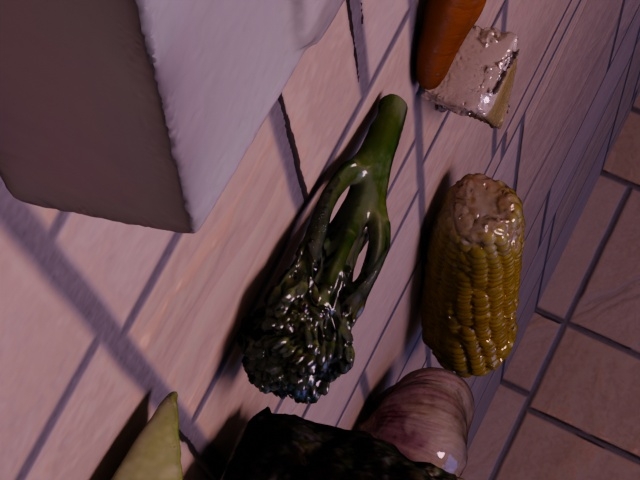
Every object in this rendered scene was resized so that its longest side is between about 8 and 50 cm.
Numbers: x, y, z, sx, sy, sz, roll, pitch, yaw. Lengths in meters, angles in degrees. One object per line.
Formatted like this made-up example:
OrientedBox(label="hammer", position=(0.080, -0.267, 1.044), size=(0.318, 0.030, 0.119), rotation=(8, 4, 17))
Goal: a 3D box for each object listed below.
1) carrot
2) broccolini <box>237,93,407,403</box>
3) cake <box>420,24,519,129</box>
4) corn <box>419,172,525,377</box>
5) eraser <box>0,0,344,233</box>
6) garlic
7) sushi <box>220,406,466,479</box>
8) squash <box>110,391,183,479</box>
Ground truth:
OrientedBox(label="carrot", position=(0.075, -0.127, 0.954), size=(0.035, 0.035, 0.142), rotation=(-59, 174, -29))
OrientedBox(label="broccolini", position=(0.019, 0.001, 0.882), size=(0.202, 0.068, 0.091), rotation=(-61, 149, -22))
OrientedBox(label="cake", position=(0.108, -0.107, 1.085), size=(0.121, 0.052, 0.065), rotation=(30, 82, -78))
OrientedBox(label="corn", position=(0.135, 0.037, 1.400), size=(0.097, 0.097, 0.320), rotation=(-61, 166, -21))
OrientedBox(label="eraser", position=(0.023, -0.202, 0.445), size=(0.397, 0.082, 0.213), rotation=(-61, 166, -22))
OrientedBox(label="garlic", position=(0.079, 0.190, 1.434), size=(0.147, 0.102, 0.159), rotation=(126, -18, -73))
OrientedBox(label="sushi", position=(-0.012, 0.276, 0.948), size=(0.211, 0.171, 0.350), rotation=(-53, 157, -77))
OrientedBox(label="squash", position=(-0.139, 0.221, 0.749), size=(0.237, 0.155, 0.204), rotation=(100, -18, -47))
